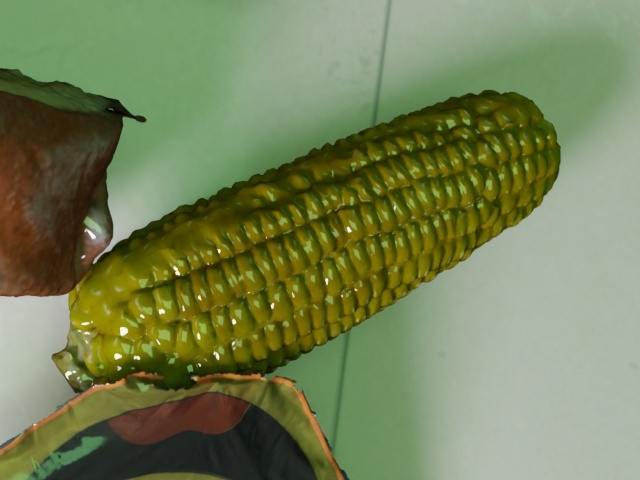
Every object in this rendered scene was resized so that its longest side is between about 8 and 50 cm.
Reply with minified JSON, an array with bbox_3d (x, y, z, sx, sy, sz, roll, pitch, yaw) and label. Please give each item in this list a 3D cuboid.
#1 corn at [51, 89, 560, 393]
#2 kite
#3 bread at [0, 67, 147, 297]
[{"bbox_3d":[0.000,0.000,0.689,0.363,0.120,0.120,-29,96,-20],"label":"corn"},{"bbox_3d":[-0.110,0.224,0.638,0.377,0.013,0.327,10,105,-28],"label":"kite"},{"bbox_3d":[-0.224,-0.050,0.584,0.244,0.190,0.123,15,95,-21],"label":"bread"}]
